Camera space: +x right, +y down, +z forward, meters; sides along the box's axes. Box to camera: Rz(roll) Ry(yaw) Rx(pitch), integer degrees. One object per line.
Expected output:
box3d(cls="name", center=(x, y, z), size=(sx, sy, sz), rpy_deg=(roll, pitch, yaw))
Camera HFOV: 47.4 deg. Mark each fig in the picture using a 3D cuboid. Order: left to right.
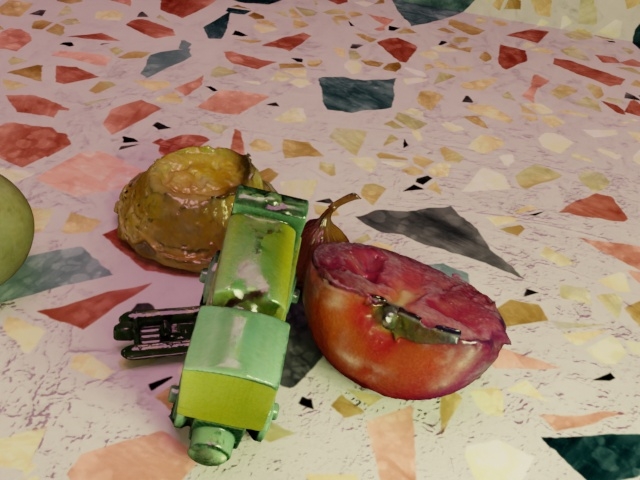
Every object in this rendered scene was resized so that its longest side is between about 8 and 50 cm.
box3d(cls="fig", center=(0.000, 0.000, 1.281), size=(0.134, 0.201, 0.146), rpy_deg=(16, 42, 2))

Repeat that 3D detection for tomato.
box3d(cls="tomato", center=(0.127, 0.138, 1.154), size=(0.335, 0.176, 0.290), rpy_deg=(22, 20, 19))

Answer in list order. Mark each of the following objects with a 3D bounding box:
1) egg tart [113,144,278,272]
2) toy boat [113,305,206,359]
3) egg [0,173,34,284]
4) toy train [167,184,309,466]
box3d(cls="egg tart", center=(-0.232, -0.087, 1.410), size=(0.345, 0.132, 0.345), rpy_deg=(3, 38, -2))
box3d(cls="toy boat", center=(-0.225, 0.144, 1.176), size=(0.210, 0.052, 0.104), rpy_deg=(-5, 37, -14))
box3d(cls="egg", center=(-0.613, -0.003, 1.167), size=(0.295, 0.218, 0.218), rpy_deg=(-22, 46, -21))
box3d(cls="toy train", center=(-0.108, 0.106, 1.037), size=(0.160, 0.253, 0.397), rpy_deg=(13, 50, -5))
